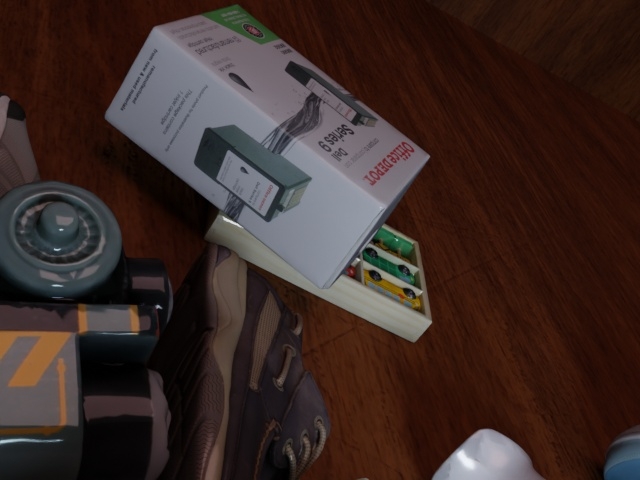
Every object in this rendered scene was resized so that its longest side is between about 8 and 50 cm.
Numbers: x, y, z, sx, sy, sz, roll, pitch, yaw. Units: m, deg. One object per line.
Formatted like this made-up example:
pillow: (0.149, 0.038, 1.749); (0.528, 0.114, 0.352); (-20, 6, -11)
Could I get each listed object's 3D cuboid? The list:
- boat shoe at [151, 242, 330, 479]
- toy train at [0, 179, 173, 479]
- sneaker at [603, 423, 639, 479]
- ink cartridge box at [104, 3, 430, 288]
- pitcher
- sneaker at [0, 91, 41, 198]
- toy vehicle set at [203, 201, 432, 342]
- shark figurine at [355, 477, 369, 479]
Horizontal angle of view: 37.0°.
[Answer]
boat shoe: (-0.054, 0.130, 0.699); (0.130, 0.132, 0.355); (27, 29, -17)
toy train: (-0.238, 0.065, 0.513); (0.333, 0.142, 0.190); (4, 57, -26)
sneaker: (0.351, 0.290, 0.902); (0.208, 0.319, 0.127); (-32, 110, -25)
ink cartridge box: (-0.045, -0.109, 1.019); (0.289, 0.122, 0.211); (38, 27, 3)
pitcher: (0.208, 0.272, 0.807); (0.177, 0.125, 0.207); (32, 11, -43)
sneaker: (-0.252, -0.010, 0.746); (0.108, 0.100, 0.272); (28, 32, -35)
toy vehicle set: (0.000, 0.000, 1.076); (0.266, 0.035, 0.166); (27, 28, -17)
shark figurine: (0.059, 0.272, 0.646); (0.278, 0.116, 0.166); (23, 62, -9)
